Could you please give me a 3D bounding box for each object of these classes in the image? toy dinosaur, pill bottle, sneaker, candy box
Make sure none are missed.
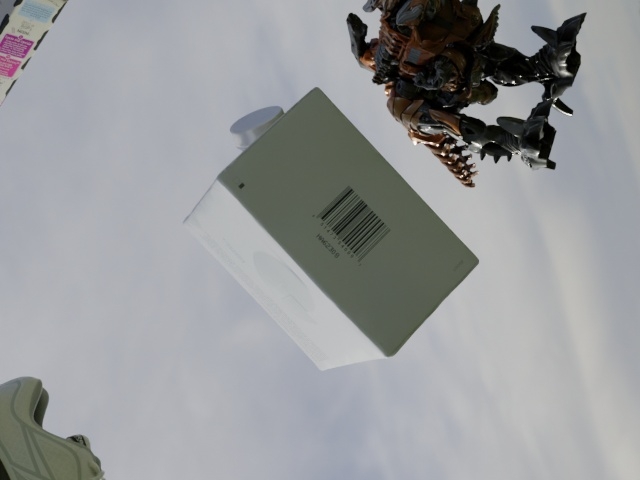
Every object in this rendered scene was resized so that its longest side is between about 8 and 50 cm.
[{"bbox_3d":[0.140,-0.164,1.055,0.322,0.218,0.164,31,-108,-68],"label":"toy dinosaur"},{"bbox_3d":[-0.059,-0.094,1.501,0.108,0.108,0.180,-69,-40,-59],"label":"pill bottle"},{"bbox_3d":[-0.233,0.245,0.932,0.292,0.118,0.110,51,156,18],"label":"sneaker"},{"bbox_3d":[-0.464,-0.304,1.478,0.071,0.233,0.159,9,-140,-49],"label":"candy box"}]

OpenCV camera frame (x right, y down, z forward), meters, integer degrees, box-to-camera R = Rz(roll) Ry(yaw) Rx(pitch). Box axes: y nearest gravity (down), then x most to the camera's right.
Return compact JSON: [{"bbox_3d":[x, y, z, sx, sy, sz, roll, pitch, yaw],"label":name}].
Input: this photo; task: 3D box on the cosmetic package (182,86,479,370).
[{"bbox_3d":[0.000,0.000,1.040,0.224,0.138,0.225,47,161,-4],"label":"cosmetic package"}]
